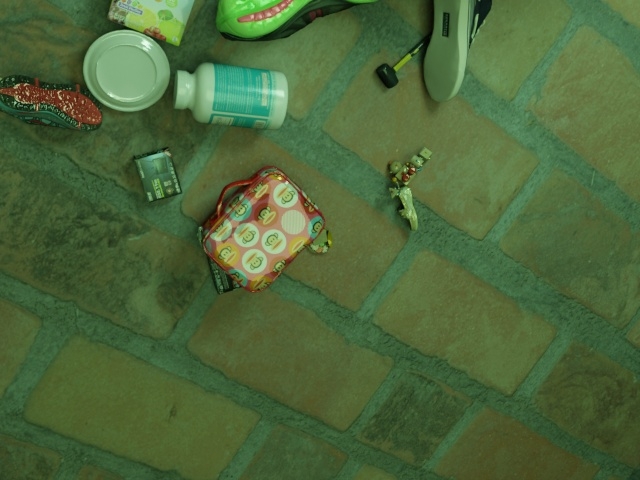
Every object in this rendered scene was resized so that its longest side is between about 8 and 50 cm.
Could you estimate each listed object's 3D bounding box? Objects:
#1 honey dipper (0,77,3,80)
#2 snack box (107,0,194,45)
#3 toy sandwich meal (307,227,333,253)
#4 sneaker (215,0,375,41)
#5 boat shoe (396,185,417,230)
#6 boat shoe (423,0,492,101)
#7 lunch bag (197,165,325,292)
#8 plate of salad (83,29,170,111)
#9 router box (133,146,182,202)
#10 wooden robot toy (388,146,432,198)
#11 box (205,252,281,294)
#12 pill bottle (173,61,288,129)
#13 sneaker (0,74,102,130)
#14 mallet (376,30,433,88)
[{"bbox_3d":[-0.749,-0.374,1.743,0.160,0.030,0.030,23,102,-24],"label":"honey dipper"},{"bbox_3d":[-0.378,-0.579,1.753,0.174,0.070,0.207,17,103,-21],"label":"snack box"},{"bbox_3d":[0.000,0.000,2.107,0.085,0.029,0.086,-6,112,-14],"label":"toy sandwich meal"},{"bbox_3d":[-0.044,-0.594,1.799,0.482,0.202,0.185,-23,98,-24],"label":"sneaker"},{"bbox_3d":[0.240,-0.088,2.138,0.045,0.050,0.135,-17,104,-6],"label":"boat shoe"},{"bbox_3d":[0.368,-0.533,1.964,0.158,0.127,0.341,-25,133,-35],"label":"boat shoe"},{"bbox_3d":[-0.163,-0.040,1.950,0.293,0.120,0.258,-44,112,1],"label":"lunch bag"},{"bbox_3d":[-0.459,-0.403,1.803,0.199,0.048,0.200,-7,122,-11],"label":"plate of salad"},{"bbox_3d":[-0.409,-0.165,1.918,0.092,0.038,0.123,-17,114,-9],"label":"router box"},{"bbox_3d":[0.225,-0.198,2.077,0.079,0.076,0.173,40,83,9],"label":"wooden robot toy"},{"bbox_3d":[-0.214,0.032,2.050,0.184,0.045,0.191,-18,113,-12],"label":"box"},{"bbox_3d":[-0.220,-0.352,1.844,0.264,0.146,0.146,4,109,-18],"label":"pill bottle"},{"bbox_3d":[-0.638,-0.316,1.768,0.261,0.125,0.104,15,76,-43],"label":"sneaker"},{"bbox_3d":[0.223,-0.486,1.989,0.062,0.039,0.190,41,91,-29],"label":"mallet"}]
